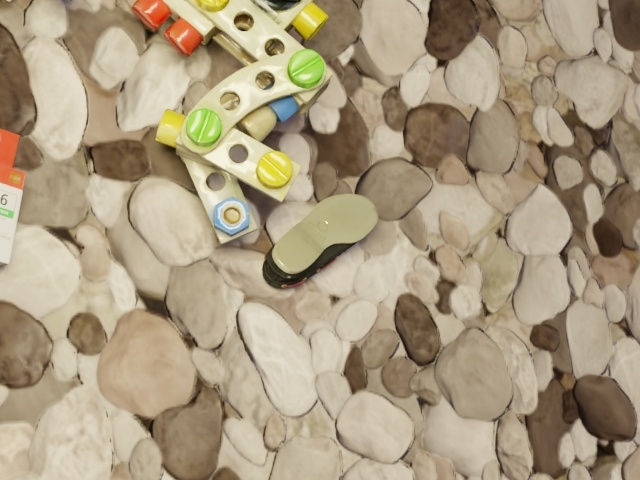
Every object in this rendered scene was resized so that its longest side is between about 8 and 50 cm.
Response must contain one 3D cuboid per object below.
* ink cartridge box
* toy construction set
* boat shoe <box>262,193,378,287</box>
[{"bbox_3d":[-0.265,-0.041,1.197,0.063,0.029,0.115,19,69,-33],"label":"ink cartridge box"},{"bbox_3d":[-0.121,-0.176,1.279,0.327,0.151,0.215,43,82,-13],"label":"toy construction set"},{"bbox_3d":[-0.001,-0.001,1.386,0.133,0.042,0.049,-34,80,-37],"label":"boat shoe"}]
